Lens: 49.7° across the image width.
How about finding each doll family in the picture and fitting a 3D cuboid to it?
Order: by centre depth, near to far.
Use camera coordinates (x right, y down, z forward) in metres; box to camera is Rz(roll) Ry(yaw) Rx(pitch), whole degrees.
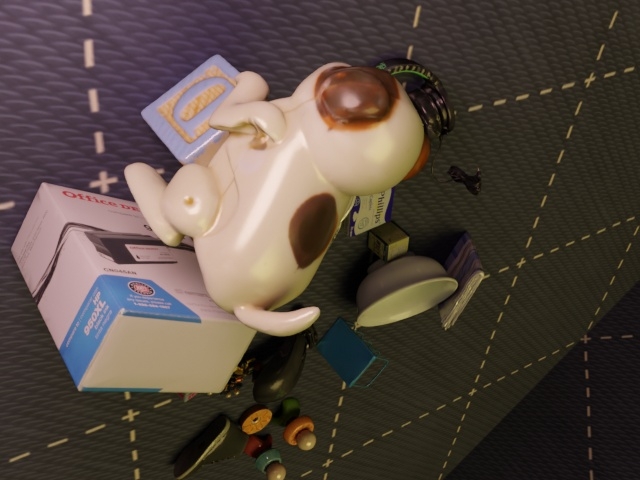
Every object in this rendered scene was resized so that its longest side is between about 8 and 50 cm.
[{"bbox_3d":[-0.231,0.359,1.832,0.193,0.076,0.111,-31,159,-22],"label":"doll family"}]

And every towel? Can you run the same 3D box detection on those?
[{"bbox_3d":[0.397,0.110,2.024,0.034,0.285,0.209,24,114,-8],"label":"towel"}]

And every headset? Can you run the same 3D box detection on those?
[{"bbox_3d":[0.227,-0.239,1.593,0.243,0.185,0.394,-48,130,7],"label":"headset"}]

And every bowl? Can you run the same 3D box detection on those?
[{"bbox_3d":[0.218,0.119,1.914,0.298,0.134,0.298,-16,158,-7],"label":"bowl"}]

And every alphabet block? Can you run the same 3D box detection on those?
[{"bbox_3d":[-0.178,-0.189,1.288,0.192,0.193,0.197,-38,141,-4],"label":"alphabet block"}]

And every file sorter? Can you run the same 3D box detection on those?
[{"bbox_3d":[0.094,0.330,2.012,0.118,0.170,0.104,-51,144,9],"label":"file sorter"}]

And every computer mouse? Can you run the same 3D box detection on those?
[{"bbox_3d":[-0.080,0.329,1.862,0.272,0.072,0.188,-54,150,-24],"label":"computer mouse"}]

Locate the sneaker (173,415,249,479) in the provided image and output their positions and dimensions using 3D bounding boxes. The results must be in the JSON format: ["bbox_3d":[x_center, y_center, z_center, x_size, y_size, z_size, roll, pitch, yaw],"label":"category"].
[{"bbox_3d":[-0.308,0.614,1.972,0.222,0.083,0.118,-44,123,0],"label":"sneaker"}]

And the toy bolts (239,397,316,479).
[{"bbox_3d":[-0.142,0.613,2.073,0.218,0.158,0.228,9,118,-45],"label":"toy bolts"}]

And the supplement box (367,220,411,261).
[{"bbox_3d":[0.183,0.001,1.853,0.083,0.083,0.056,-22,134,-26],"label":"supplement box"}]

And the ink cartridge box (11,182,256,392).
[{"bbox_3d":[-0.340,0.081,1.238,0.286,0.395,0.166,14,113,-46],"label":"ink cartridge box"}]

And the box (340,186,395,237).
[{"bbox_3d":[0.107,-0.093,1.710,0.137,0.072,0.126,-24,138,-27],"label":"box"}]

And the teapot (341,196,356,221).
[{"bbox_3d":[-0.014,-0.101,1.512,0.253,0.187,0.256,-32,141,-14],"label":"teapot"}]

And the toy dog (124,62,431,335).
[{"bbox_3d":[-0.039,-0.101,1.040,0.408,0.395,0.285,-41,133,11],"label":"toy dog"}]

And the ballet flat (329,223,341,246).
[{"bbox_3d":[0.000,0.000,1.726,0.070,0.070,0.188,15,116,-47],"label":"ballet flat"}]

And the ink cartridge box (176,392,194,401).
[{"bbox_3d":[-0.255,0.275,1.631,0.186,0.065,0.311,-35,166,-25],"label":"ink cartridge box"}]
